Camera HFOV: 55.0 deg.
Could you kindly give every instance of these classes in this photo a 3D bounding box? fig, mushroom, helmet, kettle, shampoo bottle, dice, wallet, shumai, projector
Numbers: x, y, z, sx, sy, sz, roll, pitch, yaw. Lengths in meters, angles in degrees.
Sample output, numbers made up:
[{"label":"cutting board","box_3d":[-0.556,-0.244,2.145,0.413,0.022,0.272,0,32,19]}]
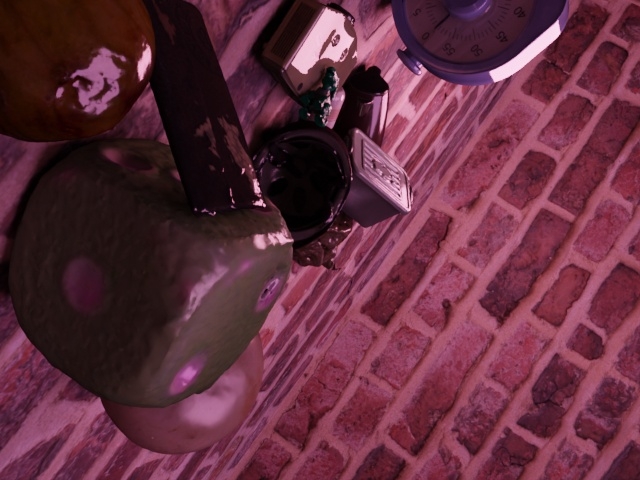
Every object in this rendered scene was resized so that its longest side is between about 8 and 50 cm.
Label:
[{"label":"fig","box_3d":[-0.297,-0.257,0.598,0.217,0.216,0.321,-47,138,-26]},{"label":"mushroom","box_3d":[-0.303,0.266,1.320,0.294,0.362,0.362,-11,-153,52]},{"label":"helmet","box_3d":[-0.056,-0.138,1.390,0.305,0.225,0.177,-52,-166,26]},{"label":"kettle","box_3d":[0.113,-0.325,1.599,0.202,0.144,0.232,-62,171,-48]},{"label":"shampoo bottle","box_3d":[-0.004,-0.282,1.460,0.074,0.074,0.192,-34,154,-50]},{"label":"dice","box_3d":[-0.253,0.040,0.974,0.318,0.322,0.330,-61,161,18]},{"label":"wallet","box_3d":[-0.167,-0.192,0.861,0.044,0.321,0.170,-21,176,24]},{"label":"shumai","box_3d":[0.004,-0.001,1.583,0.218,0.183,0.186,-117,-166,-71]},{"label":"projector","box_3d":[-0.013,-0.379,1.231,0.194,0.088,0.269,-56,163,3]}]

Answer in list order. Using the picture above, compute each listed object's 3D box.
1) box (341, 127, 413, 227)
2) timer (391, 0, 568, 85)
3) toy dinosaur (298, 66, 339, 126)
[{"label":"box","box_3d":[0.107,-0.146,1.538,0.135,0.243,0.163,-31,-139,33]},{"label":"timer","box_3d":[0.335,-0.538,1.411,0.395,0.395,0.173,-59,163,13]},{"label":"toy dinosaur","box_3d":[0.006,-0.281,1.241,0.096,0.059,0.132,-49,156,-32]}]
